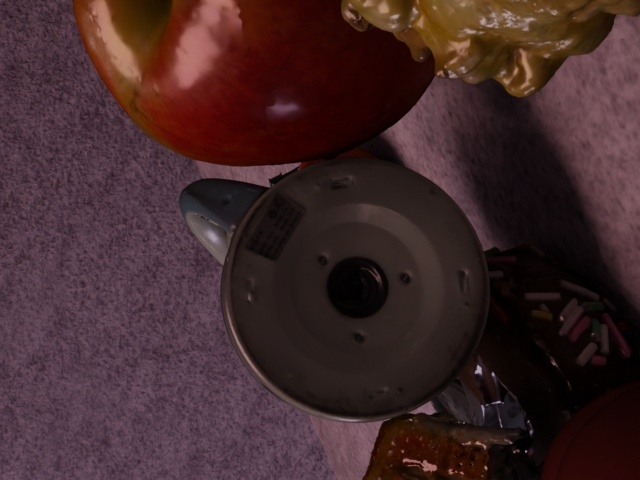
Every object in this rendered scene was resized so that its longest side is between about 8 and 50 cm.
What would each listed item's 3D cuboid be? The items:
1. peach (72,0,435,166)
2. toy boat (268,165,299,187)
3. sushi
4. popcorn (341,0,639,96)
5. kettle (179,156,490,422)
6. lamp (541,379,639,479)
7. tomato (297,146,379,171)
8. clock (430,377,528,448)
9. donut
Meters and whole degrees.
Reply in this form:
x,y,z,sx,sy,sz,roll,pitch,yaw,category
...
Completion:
x,y,z,sx,sy,sz,roll,pitch,yaw,category
-0.038,-0.246,1.090,0.388,0.388,0.388,58,166,25,peach
-0.002,-0.003,1.913,0.122,0.114,0.296,37,150,50,toy boat
0.129,0.252,1.088,0.184,0.139,0.274,17,165,9,sushi
0.124,-0.233,0.807,0.286,0.215,0.252,-136,46,-67,popcorn
-0.014,0.038,1.189,0.319,0.247,0.342,40,170,-2,kettle
0.303,0.256,0.896,0.303,0.257,0.303,60,169,20,lamp
0.015,-0.015,1.606,0.180,0.260,0.260,33,162,6,tomato
0.190,0.156,1.570,0.319,0.066,0.319,58,166,23,clock
0.241,0.134,1.191,0.345,0.136,0.259,52,160,40,donut
